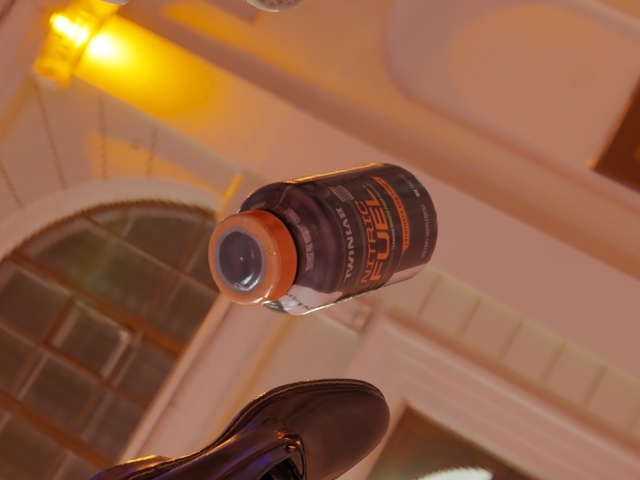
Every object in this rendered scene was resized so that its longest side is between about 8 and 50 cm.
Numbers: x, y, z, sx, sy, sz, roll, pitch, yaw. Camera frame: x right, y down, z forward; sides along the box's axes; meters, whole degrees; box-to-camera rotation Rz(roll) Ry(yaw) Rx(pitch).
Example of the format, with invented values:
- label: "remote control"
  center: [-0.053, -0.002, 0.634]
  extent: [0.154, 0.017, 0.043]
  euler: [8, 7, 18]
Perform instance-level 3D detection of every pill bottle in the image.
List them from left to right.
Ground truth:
- label: "pill bottle"
  center: [0.000, 0.000, 1.354]
  extent: [0.245, 0.130, 0.130]
  euler: [-15, -48, -52]

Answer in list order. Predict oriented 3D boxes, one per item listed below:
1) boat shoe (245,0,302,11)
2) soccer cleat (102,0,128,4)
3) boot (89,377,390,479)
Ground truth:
- label: "boat shoe"
  center: [-0.027, -0.556, 1.934]
  extent: [0.186, 0.156, 0.500]
  euler: [19, -99, -38]
- label: "soccer cleat"
  center: [-0.195, -0.281, 1.192]
  extent: [0.068, 0.076, 0.196]
  euler: [-34, 44, 36]
- label: "boot"
  center: [-0.021, 0.141, 0.782]
  extent: [0.219, 0.106, 0.082]
  euler: [-21, -73, -34]
